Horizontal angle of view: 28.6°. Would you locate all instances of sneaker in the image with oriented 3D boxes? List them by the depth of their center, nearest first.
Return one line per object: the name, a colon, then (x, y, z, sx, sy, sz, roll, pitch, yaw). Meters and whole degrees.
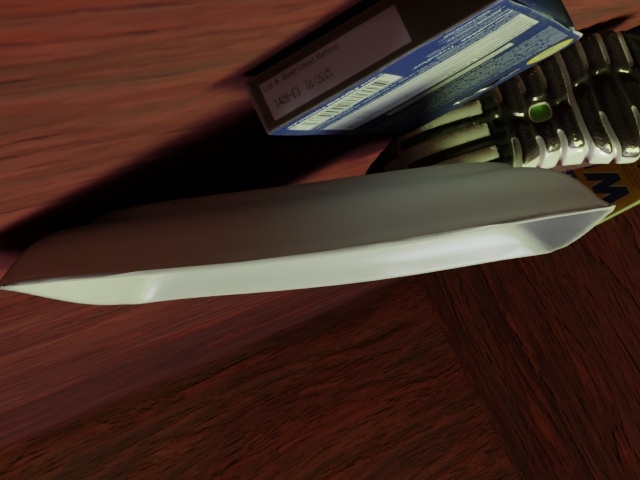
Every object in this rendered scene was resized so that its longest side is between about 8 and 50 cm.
sneaker: (0.158, -0.089, 1.023, 0.281, 0.106, 0.162, -12, 174, -26)

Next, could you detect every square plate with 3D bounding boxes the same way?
square plate: (0.000, 0.000, 0.850, 0.347, 0.049, 0.344, -8, 175, 4)

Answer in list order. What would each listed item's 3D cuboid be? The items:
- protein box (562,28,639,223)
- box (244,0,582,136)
protein box: (0.341, -0.130, 1.209, 0.200, 0.136, 0.201, -25, 174, -23)
box: (0.063, -0.103, 0.700, 0.136, 0.036, 0.225, -28, 173, 20)
